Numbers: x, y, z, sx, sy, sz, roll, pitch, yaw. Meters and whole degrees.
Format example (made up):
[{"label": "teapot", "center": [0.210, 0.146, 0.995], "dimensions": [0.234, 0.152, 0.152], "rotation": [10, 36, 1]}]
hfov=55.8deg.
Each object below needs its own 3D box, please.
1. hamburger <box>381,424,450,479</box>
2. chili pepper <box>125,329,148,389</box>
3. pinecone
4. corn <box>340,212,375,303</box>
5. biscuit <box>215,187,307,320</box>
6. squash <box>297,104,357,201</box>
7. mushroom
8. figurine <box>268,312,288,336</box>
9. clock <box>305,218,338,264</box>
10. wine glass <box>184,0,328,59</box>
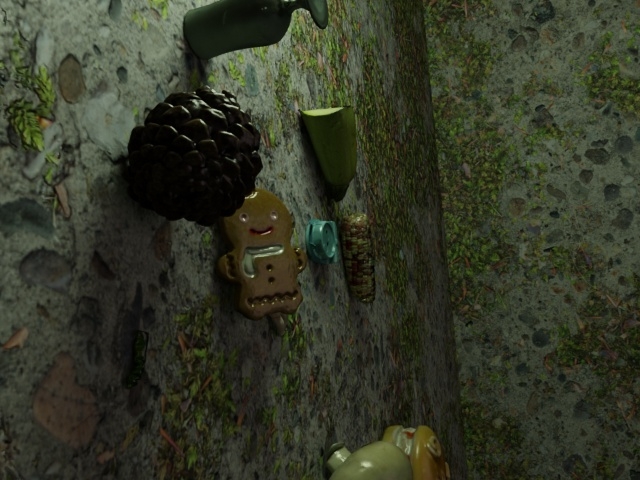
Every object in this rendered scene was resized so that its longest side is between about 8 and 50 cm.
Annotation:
[{"label": "hamburger", "center": [0.284, 0.706, 1.808], "dimensions": [0.303, 0.186, 0.261], "rotation": [-62, 140, -51]}, {"label": "chili pepper", "center": [-0.247, 0.163, 0.820], "dimensions": [0.027, 0.022, 0.083], "rotation": [116, -19, -63]}, {"label": "pinecone", "center": [-0.178, -0.126, 0.861], "dimensions": [0.184, 0.179, 0.205], "rotation": [13, 44, -24]}, {"label": "corn", "center": [0.105, 0.051, 1.652], "dimensions": [0.086, 0.086, 0.254], "rotation": [-35, 119, -66]}, {"label": "biscuit", "center": [-0.105, 0.015, 1.082], "dimensions": [0.184, 0.035, 0.249], "rotation": [-4, 81, -36]}, {"label": "squash", "center": [0.046, -0.227, 1.525], "dimensions": [0.137, 0.137, 0.288], "rotation": [-73, 152, -45]}, {"label": "mushroom", "center": [0.093, 0.551, 1.368], "dimensions": [0.246, 0.202, 0.246], "rotation": [-29, 142, -25]}, {"label": "figurine", "center": [-0.080, 0.108, 1.192], "dimensions": [0.083, 0.083, 0.188], "rotation": [-65, 153, -52]}, {"label": "clock", "center": [-0.001, 0.000, 1.448], "dimensions": [0.147, 0.045, 0.108], "rotation": [15, 70, -67]}, {"label": "wine glass", "center": [-0.110, -0.374, 1.011], "dimensions": [0.103, 0.230, 0.103], "rotation": [-8, 90, -67]}]
